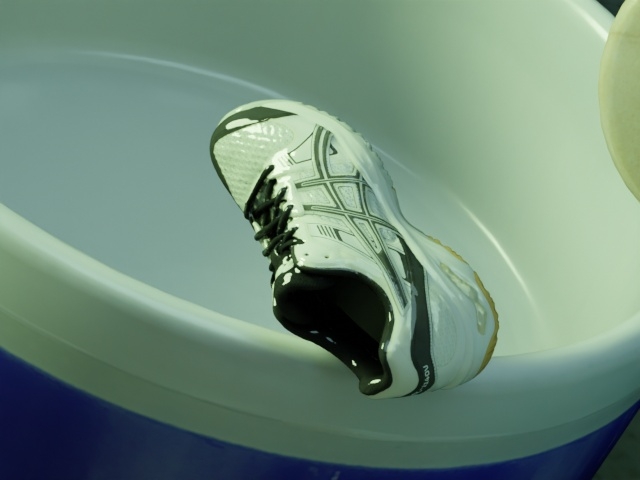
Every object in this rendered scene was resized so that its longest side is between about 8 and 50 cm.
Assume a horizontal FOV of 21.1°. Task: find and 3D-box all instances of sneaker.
[{"bbox_3d":[0.000,0.000,0.363,0.037,0.032,0.083,-18,52,-44],"label":"sneaker"}]

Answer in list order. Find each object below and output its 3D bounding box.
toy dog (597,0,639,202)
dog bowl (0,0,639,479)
[{"bbox_3d":[0.226,0.021,0.435,0.334,0.161,0.220,46,32,-12],"label":"toy dog"},{"bbox_3d":[-0.026,-0.018,0.492,0.265,0.104,0.265,15,36,-11],"label":"dog bowl"}]
